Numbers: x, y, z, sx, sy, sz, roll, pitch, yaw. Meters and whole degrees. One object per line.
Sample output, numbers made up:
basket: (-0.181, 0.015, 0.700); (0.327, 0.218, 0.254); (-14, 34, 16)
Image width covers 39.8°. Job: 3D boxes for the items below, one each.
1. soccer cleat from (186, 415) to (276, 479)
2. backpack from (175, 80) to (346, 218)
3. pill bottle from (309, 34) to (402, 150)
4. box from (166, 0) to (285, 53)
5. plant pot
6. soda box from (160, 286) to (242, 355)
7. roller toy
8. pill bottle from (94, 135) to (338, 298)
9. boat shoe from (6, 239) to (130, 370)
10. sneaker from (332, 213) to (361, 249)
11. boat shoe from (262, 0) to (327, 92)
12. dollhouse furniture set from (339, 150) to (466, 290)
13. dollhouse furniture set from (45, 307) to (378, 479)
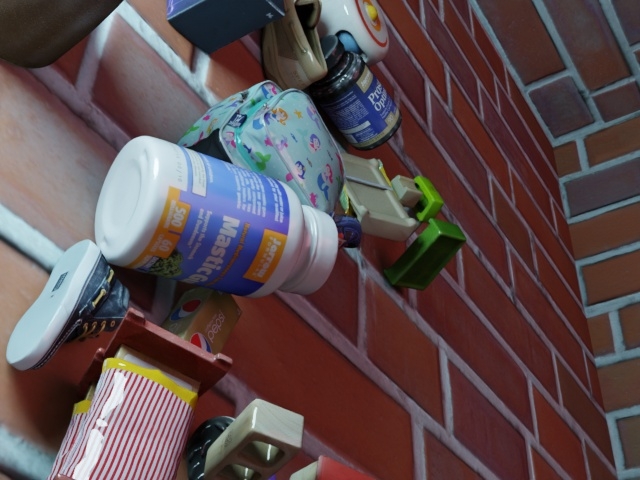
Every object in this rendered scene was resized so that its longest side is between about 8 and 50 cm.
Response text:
soccer cleat: (-0.081, 0.362, 1.001); (0.116, 0.108, 0.318); (37, 38, -54)
backpack: (-0.078, -0.108, 1.271); (0.225, 0.191, 0.253); (59, 22, -20)
pill bottle: (0.055, -0.288, 1.723); (0.219, 0.122, 0.123); (48, 33, -34)
box: (-0.151, -0.423, 1.378); (0.108, 0.153, 0.207); (33, 43, -51)
plant pot: (-0.276, -0.335, 0.973); (0.215, 0.230, 0.215); (43, 36, -43)
soda box: (-0.159, 0.123, 1.065); (0.058, 0.061, 0.181); (61, 26, -19)
roller toy: (0.051, -0.437, 1.801); (0.209, 0.146, 0.191); (-18, 88, -65)
pill bottle: (-0.115, -0.015, 1.059); (0.272, 0.152, 0.152); (17, 54, -35)
boat shoe: (-0.249, 0.082, 0.910); (0.083, 0.065, 0.183); (54, 28, -27)
sneaker: (0.000, 0.000, 1.477); (0.221, 0.083, 0.087); (8, 80, -58)
boat shoe: (-0.047, -0.424, 1.636); (0.121, 0.110, 0.341); (28, 48, -55)
dollhouse furniture set: (0.105, -0.041, 1.715); (0.301, 0.151, 0.198); (13, 38, -41)
dollhouse furniture set: (-0.079, 0.252, 0.861); (0.374, 0.152, 0.201); (28, 40, -17)
